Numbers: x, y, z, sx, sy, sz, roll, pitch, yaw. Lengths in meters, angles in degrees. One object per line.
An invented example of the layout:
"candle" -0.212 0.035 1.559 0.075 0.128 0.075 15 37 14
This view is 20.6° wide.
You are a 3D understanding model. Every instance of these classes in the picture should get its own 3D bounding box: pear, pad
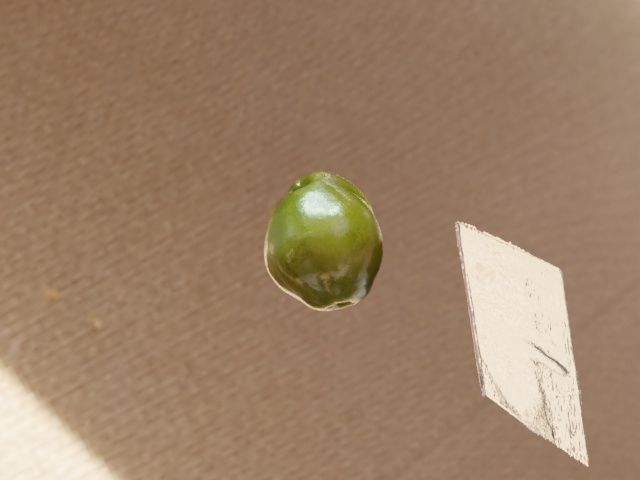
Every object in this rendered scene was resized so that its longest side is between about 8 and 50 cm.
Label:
"pear" 0.000 0.000 1.245 0.092 0.092 0.097 7 63 -48
"pad" 0.153 0.073 1.360 0.004 0.232 0.157 -12 102 -13
